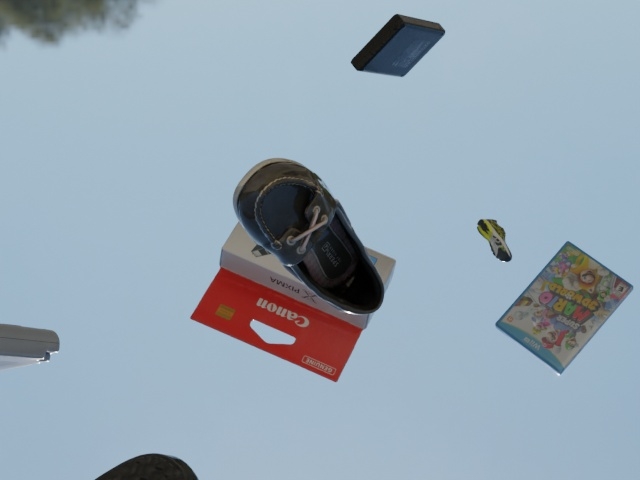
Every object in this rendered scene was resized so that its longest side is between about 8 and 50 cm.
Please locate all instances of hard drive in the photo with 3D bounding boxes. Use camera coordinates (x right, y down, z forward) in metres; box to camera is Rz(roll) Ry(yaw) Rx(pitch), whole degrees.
[{"bbox_3d":[0.107,-0.264,2.082,0.022,0.094,0.135,53,-156,17],"label":"hard drive"}]

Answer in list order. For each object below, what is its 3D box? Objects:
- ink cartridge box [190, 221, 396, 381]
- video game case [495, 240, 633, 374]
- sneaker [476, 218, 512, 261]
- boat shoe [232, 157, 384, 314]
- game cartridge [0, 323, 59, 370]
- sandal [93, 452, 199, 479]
[{"bbox_3d":[-0.047,0.086,2.745,0.296,0.066,0.261,23,-127,8],"label":"ink cartridge box"},{"bbox_3d":[0.345,0.094,2.162,0.119,0.015,0.166,37,-102,24],"label":"video game case"},{"bbox_3d":[0.284,-0.004,2.424,0.035,0.031,0.083,-16,-115,-36],"label":"sneaker"},{"bbox_3d":[0.000,0.000,1.866,0.095,0.112,0.335,38,175,29],"label":"boat shoe"},{"bbox_3d":[-0.548,0.162,2.217,0.297,0.062,0.198,-13,161,39],"label":"game cartridge"},{"bbox_3d":[-0.326,0.402,1.861,0.446,0.167,0.107,-24,159,14],"label":"sandal"}]
